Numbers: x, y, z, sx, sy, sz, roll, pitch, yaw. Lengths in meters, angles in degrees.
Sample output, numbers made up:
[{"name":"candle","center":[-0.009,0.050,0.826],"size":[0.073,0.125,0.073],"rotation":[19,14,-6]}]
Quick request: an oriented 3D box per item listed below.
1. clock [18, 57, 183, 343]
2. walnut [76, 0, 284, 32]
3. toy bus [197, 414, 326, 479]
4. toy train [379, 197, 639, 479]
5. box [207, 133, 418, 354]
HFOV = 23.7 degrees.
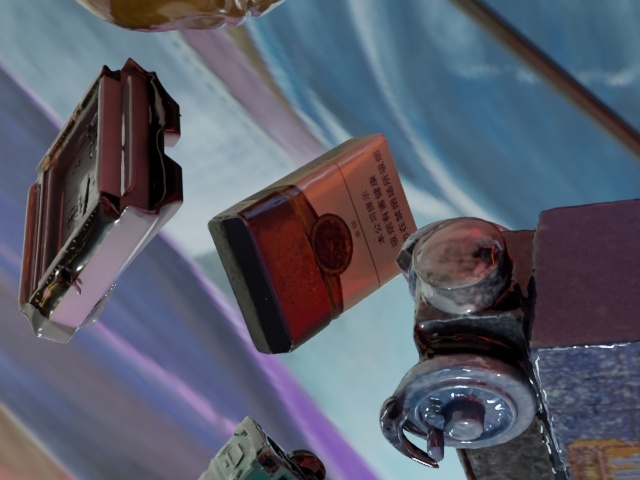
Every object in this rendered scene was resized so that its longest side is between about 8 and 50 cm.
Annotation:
[{"name":"clock","center":[-0.213,-0.038,1.479],"size":[0.186,0.083,0.253],"rotation":[-51,-152,31]},{"name":"walnut","center":[-0.125,-0.373,1.397],"size":[0.354,0.308,0.397],"rotation":[-16,132,8]},{"name":"toy bus","center":[-0.012,0.299,1.437],"size":[0.147,0.256,0.128],"rotation":[-46,-165,-2]},{"name":"toy train","center":[0.152,0.094,0.792],"size":[0.299,0.202,0.131],"rotation":[67,23,-45]},{"name":"box","center":[0.000,0.000,1.723],"size":[0.071,0.168,0.259],"rotation":[-7,-161,43]}]
